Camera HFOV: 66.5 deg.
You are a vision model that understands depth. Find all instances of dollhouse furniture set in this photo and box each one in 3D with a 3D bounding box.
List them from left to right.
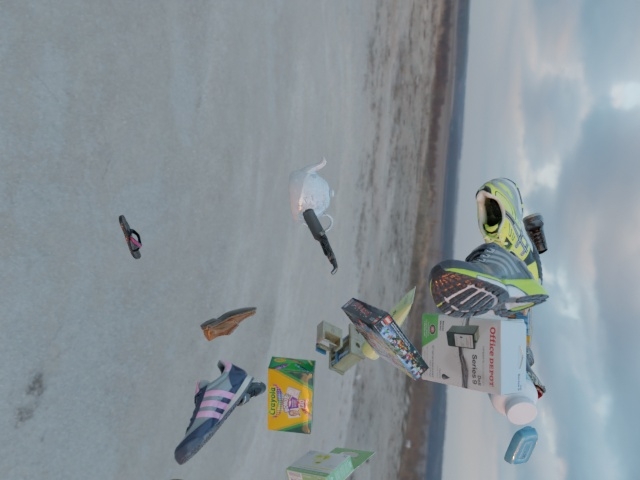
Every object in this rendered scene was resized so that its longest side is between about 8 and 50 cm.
[{"bbox_3d":[0.045,0.356,1.711,0.129,0.183,0.129,-46,-155,32],"label":"dollhouse furniture set"}]

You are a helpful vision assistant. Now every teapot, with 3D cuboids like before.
[{"bbox_3d":[-0.033,-0.191,2.133,0.256,0.186,0.253,80,8,-64],"label":"teapot"}]

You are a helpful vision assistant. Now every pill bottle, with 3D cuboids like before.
[{"bbox_3d":[0.618,0.474,1.609,0.264,0.146,0.146,-90,178,-65],"label":"pill bottle"}]

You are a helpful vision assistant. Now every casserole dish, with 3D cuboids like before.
[{"bbox_3d":[0.787,0.807,1.901,0.037,0.114,0.189,-126,-137,-58],"label":"casserole dish"}]

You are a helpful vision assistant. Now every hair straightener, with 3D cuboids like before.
[{"bbox_3d":[0.000,0.000,1.543,0.089,0.047,0.231,73,-4,-74],"label":"hair straightener"}]

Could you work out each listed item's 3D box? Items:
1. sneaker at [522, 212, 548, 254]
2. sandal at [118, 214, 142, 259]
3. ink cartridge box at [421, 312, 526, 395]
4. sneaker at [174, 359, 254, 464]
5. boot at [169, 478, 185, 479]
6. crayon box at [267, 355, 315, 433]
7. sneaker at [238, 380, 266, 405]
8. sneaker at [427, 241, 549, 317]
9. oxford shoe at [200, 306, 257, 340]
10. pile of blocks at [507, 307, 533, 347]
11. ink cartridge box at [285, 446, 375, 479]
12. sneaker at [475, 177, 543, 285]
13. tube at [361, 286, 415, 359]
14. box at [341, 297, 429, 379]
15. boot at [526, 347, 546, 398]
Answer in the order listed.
[{"bbox_3d":[0.891,-0.027,2.000,0.222,0.083,0.118,37,39,-55],"label":"sneaker"},{"bbox_3d":[-0.621,-0.008,1.618,0.067,0.040,0.179,-117,-163,-48],"label":"sandal"},{"bbox_3d":[0.451,0.329,1.461,0.121,0.289,0.211,7,82,-36],"label":"ink cartridge box"},{"bbox_3d":[-0.324,0.471,1.371,0.319,0.131,0.112,-47,171,-50],"label":"sneaker"},{"bbox_3d":[-0.320,0.681,1.194,0.073,0.197,0.152,-50,178,-5],"label":"boot"},{"bbox_3d":[-0.107,0.569,1.793,0.081,0.165,0.279,-74,167,-69],"label":"crayon box"},{"bbox_3d":[-0.335,0.678,2.135,0.234,0.106,0.078,-1,100,-31],"label":"sneaker"},{"bbox_3d":[0.285,0.064,0.869,0.299,0.111,0.121,12,49,-42],"label":"sneaker"},{"bbox_3d":[-0.324,0.299,1.766,0.076,0.212,0.076,4,-66,66],"label":"oxford shoe"},{"bbox_3d":[0.741,0.255,1.864,0.149,0.112,0.363,-34,121,-51],"label":"pile of blocks"},{"bbox_3d":[0.034,0.678,1.501,0.235,0.171,0.056,-17,93,-49],"label":"ink cartridge box"},{"bbox_3d":[0.547,0.006,1.470,0.147,0.145,0.385,-12,83,-40],"label":"sneaker"},{"bbox_3d":[0.199,0.235,1.378,0.240,0.062,0.070,-58,-140,28],"label":"tube"},{"bbox_3d":[0.144,0.223,1.148,0.159,0.044,0.233,54,-11,-11],"label":"box"},{"bbox_3d":[0.854,0.548,2.087,0.377,0.138,0.284,41,24,-38],"label":"boot"}]
